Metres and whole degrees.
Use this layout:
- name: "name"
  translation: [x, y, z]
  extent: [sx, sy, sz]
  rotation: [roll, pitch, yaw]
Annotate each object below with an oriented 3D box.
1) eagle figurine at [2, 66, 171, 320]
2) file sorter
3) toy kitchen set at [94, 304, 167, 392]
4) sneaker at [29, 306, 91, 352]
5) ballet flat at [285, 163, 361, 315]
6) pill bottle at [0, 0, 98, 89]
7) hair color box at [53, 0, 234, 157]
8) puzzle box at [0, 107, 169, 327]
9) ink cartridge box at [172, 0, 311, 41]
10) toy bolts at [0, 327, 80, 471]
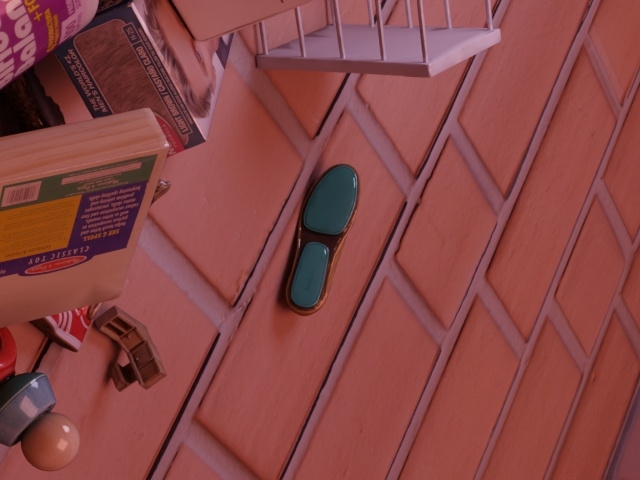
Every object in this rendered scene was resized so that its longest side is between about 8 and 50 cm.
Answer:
- name: "eagle figurine"
  translation: [-0.313, -0.096, 1.698]
  extent: [0.298, 0.225, 0.226]
  rotation: [37, 19, -20]
- name: "file sorter"
  translation: [0.071, -0.330, 2.091]
  extent: [0.193, 0.278, 0.173]
  rotation: [-32, 122, -49]
- name: "toy kitchen set"
  translation: [-0.248, 0.143, 1.928]
  extent: [0.068, 0.083, 0.075]
  rotation: [-36, 142, 9]
- name: "sneaker"
  translation: [-0.307, 0.080, 1.840]
  extent: [0.067, 0.042, 0.118]
  rotation: [-63, 151, -18]
- name: "ballet flat"
  translation: [0.000, 0.000, 2.273]
  extent: [0.073, 0.080, 0.232]
  rotation: [78, 31, -77]
- name: "pill bottle"
  translation: [-0.360, -0.189, 1.409]
  extent: [0.301, 0.169, 0.169]
  rotation: [-43, 133, -28]
- name: "hair color box"
  translation: [-0.185, -0.238, 1.719]
  extent: [0.347, 0.105, 0.174]
  rotation: [-84, 150, -58]
- name: "puzzle box"
  translation: [-0.358, 0.011, 1.458]
  extent: [0.409, 0.052, 0.272]
  rotation: [-14, 151, -28]
- name: "ink cartridge box"
  translation: [-0.122, -0.453, 1.692]
  extent: [0.395, 0.166, 0.285]
  rotation: [-94, 160, -47]
- name: "toy bolts"
  translation: [-0.336, 0.208, 1.638]
  extent: [0.228, 0.158, 0.218]
  rotation: [-49, 173, 33]
